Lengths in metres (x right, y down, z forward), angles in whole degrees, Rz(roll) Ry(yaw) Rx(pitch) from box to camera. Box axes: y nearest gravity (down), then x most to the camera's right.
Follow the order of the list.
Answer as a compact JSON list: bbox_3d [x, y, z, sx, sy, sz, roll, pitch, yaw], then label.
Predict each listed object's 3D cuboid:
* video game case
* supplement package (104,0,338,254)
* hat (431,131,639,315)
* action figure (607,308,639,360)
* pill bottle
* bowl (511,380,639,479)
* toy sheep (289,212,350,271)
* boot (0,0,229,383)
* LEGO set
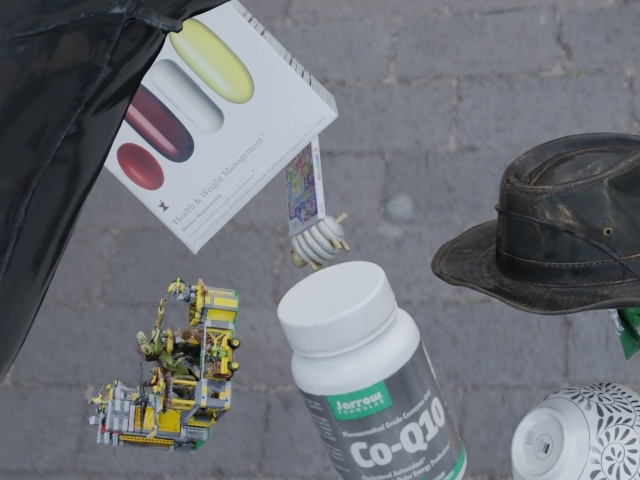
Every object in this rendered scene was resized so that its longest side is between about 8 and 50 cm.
[{"bbox_3d":[-0.020,-0.073,1.357,0.011,0.087,0.122,-1,78,-23],"label":"video game case"},{"bbox_3d":[-0.122,-0.135,1.210,0.194,0.149,0.203,-44,100,8],"label":"supplement package"},{"bbox_3d":[0.274,-0.034,1.235,0.331,0.134,0.331,-3,16,1],"label":"hat"},{"bbox_3d":[0.407,0.078,1.584,0.137,0.232,0.063,-25,37,24],"label":"action figure"},{"bbox_3d":[0.076,0.227,1.898,0.204,0.361,0.204,-19,24,9],"label":"pill bottle"},{"bbox_3d":[0.243,0.210,1.233,0.170,0.080,0.170,-34,44,41],"label":"bowl"},{"bbox_3d":[0.000,0.000,2.169,0.132,0.091,0.091,-40,54,13],"label":"toy sheep"},{"bbox_3d":[-0.143,-0.069,0.755,0.146,0.445,0.367,40,30,24],"label":"boot"},{"bbox_3d":[-0.258,0.200,1.949,0.192,0.331,0.255,9,72,-16],"label":"LEGO set"}]
